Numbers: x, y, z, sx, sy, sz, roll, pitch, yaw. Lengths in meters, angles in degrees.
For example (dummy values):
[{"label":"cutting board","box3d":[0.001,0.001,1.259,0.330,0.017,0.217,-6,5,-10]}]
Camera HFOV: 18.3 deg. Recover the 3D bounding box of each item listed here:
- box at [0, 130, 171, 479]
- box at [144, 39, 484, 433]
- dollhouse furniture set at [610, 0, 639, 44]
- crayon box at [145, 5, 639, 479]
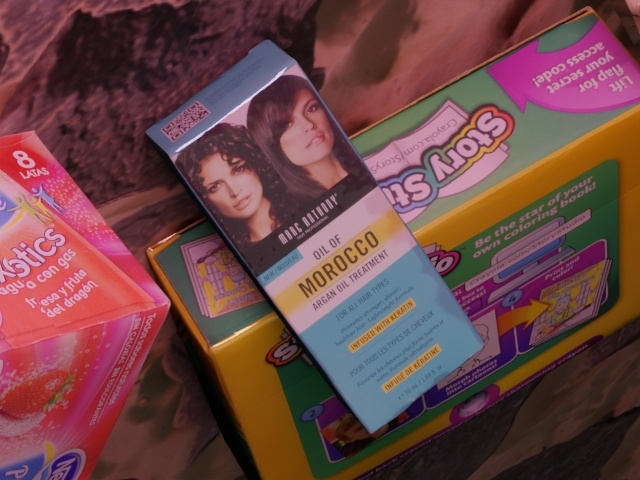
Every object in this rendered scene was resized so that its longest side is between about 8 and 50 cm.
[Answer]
[{"label":"box","box3d":[-0.227,0.099,1.174,0.142,0.154,0.300,-16,145,-41]},{"label":"box","box3d":[0.000,0.000,1.265,0.100,0.060,0.244,-38,117,-5]},{"label":"dollhouse furniture set","box3d":[0.381,-0.271,1.400,0.394,0.256,0.362,-22,157,13]},{"label":"crayon box","box3d":[0.078,0.029,1.479,0.363,0.106,0.313,-29,149,-9]}]
